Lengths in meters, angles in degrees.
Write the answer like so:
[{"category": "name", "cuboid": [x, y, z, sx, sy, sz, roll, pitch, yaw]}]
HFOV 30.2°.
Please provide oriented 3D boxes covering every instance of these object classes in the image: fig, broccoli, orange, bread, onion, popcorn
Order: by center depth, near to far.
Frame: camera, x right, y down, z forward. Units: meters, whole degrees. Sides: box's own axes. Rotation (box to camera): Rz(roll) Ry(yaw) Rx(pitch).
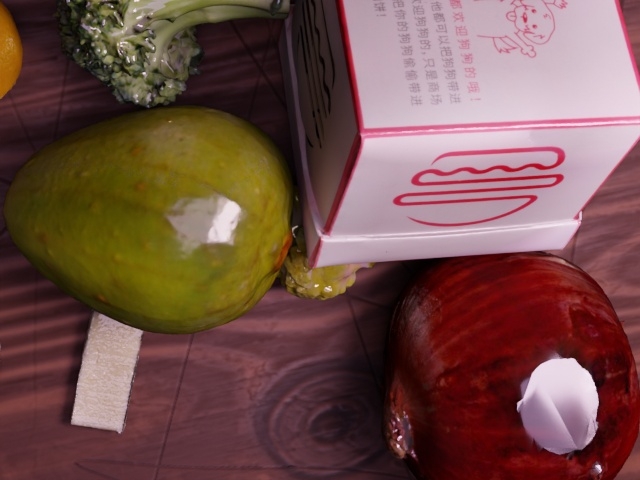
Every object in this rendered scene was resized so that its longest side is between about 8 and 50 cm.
[{"category": "broccoli", "cuboid": [-0.170, -0.302, 1.293, 0.259, 0.288, 0.235, -16, 60, -15]}, {"category": "orange", "cuboid": [-0.401, -0.205, 1.311, 0.155, 0.154, 0.134, -54, 145, 0]}, {"category": "fig", "cuboid": [-0.192, -0.026, 1.329, 0.326, 0.258, 0.258, 6, 97, 12]}, {"category": "onion", "cuboid": [0.233, 0.178, 1.410, 0.341, 0.341, 0.341, -1, 98, -11]}, {"category": "popcorn", "cuboid": [0.000, 0.000, 1.432, 0.125, 0.126, 0.145, 36, 72, -38]}, {"category": "bread", "cuboid": [-0.258, 0.156, 1.443, 0.068, 0.028, 0.154, 10, 96, -12]}]

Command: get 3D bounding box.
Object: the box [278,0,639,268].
[{"category": "box", "cuboid": [0.135, -0.174, 1.286, 0.312, 0.300, 0.314, -4, 67, -10]}]
